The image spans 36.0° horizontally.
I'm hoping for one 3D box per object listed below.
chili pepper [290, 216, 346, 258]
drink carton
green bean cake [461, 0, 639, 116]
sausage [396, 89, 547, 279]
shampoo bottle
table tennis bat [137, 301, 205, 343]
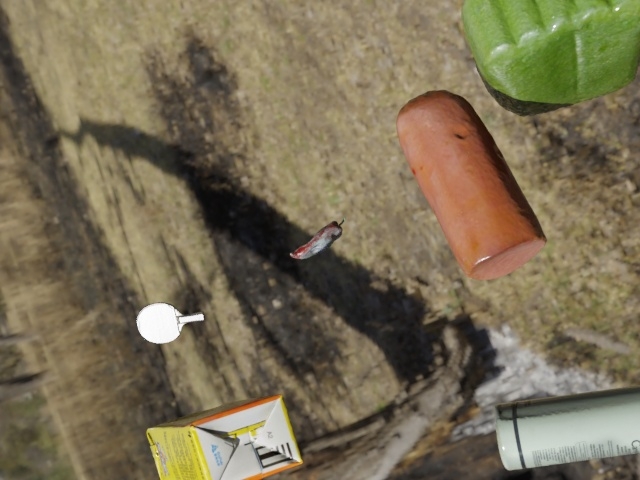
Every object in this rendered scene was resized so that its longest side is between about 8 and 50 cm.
[{"bbox_3d":[0.001,0.000,2.138,0.041,0.153,0.050,23,142,46],"label":"chili pepper"},{"bbox_3d":[-0.162,0.320,1.552,0.351,0.154,0.111,-28,78,68],"label":"drink carton"},{"bbox_3d":[0.311,-0.266,1.306,0.248,0.222,0.125,52,-159,-67],"label":"green bean cake"},{"bbox_3d":[0.179,-0.078,1.229,0.113,0.113,0.259,102,150,-57],"label":"sausage"},{"bbox_3d":[0.354,0.229,1.235,0.085,0.262,0.085,-11,-90,-76],"label":"shampoo bottle"},{"bbox_3d":[-0.336,0.181,2.211,0.014,0.158,0.095,-61,-39,-76],"label":"table tennis bat"}]
